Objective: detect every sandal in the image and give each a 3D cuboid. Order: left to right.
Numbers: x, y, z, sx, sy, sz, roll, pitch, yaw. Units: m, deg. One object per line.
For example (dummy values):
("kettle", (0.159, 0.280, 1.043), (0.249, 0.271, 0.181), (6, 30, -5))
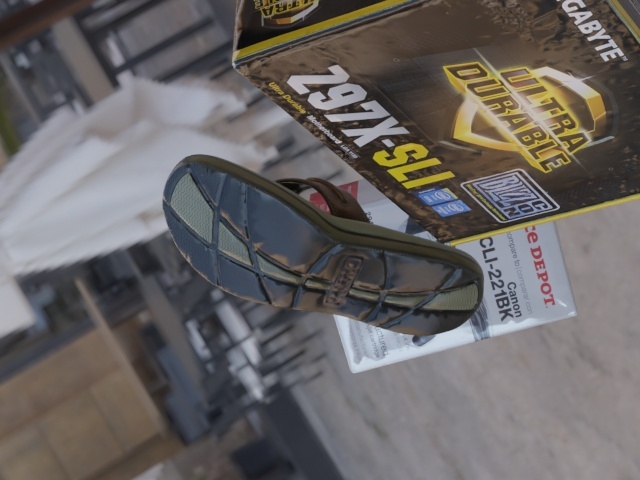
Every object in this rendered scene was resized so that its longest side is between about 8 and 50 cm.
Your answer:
("sandal", (0.000, 0.001, 1.305), (0.120, 0.302, 0.086), (-55, 25, 36))

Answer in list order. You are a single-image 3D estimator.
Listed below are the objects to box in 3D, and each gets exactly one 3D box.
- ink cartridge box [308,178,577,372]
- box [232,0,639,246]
("ink cartridge box", (0.140, 0.015, 1.710), (0.114, 0.272, 0.197), (-84, -22, -73))
("box", (0.128, -0.116, 1.082), (0.322, 0.257, 0.079), (37, -132, -49))
